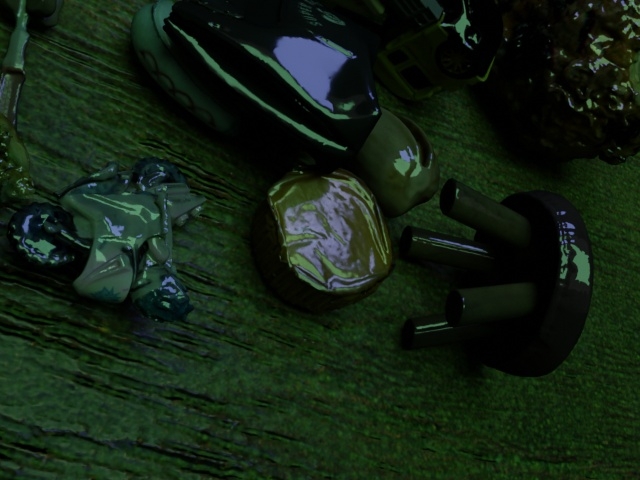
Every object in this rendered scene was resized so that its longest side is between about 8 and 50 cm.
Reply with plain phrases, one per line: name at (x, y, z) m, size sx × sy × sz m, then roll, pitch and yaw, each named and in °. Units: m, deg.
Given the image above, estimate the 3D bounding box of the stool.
stool at (0.233, 0.051, 0.957) m, size 0.179 × 0.272 × 0.272 m, roll 8°, pitch 64°, yaw -13°

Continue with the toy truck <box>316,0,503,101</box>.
toy truck at (0.104, -0.409, 1.082) m, size 0.405 × 0.254 × 0.180 m, roll 42°, pitch 55°, yaw -27°

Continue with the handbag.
handbag at (-0.055, -0.271, 0.938) m, size 0.288 × 0.152 × 0.342 m, roll 28°, pitch 32°, yaw -15°

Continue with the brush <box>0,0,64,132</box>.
brush at (-0.368, -0.258, 0.836) m, size 0.084 × 0.071 × 0.301 m, roll 5°, pitch 75°, yaw -13°

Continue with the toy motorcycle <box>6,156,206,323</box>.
toy motorcycle at (-0.205, 0.009, 0.779) m, size 0.204 × 0.108 × 0.239 m, roll 47°, pitch 56°, yaw 5°

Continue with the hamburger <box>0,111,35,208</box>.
hamburger at (-0.366, -0.083, 0.689) m, size 0.185 × 0.159 × 0.131 m, roll 25°, pitch 50°, yaw 11°

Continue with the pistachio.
pistachio at (0.098, -0.123, 1.012) m, size 0.130 × 0.131 × 0.206 m, roll 22°, pitch 28°, yaw -38°

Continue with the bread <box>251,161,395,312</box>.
bread at (0.001, 0.000, 0.920) m, size 0.199 × 0.104 × 0.199 m, roll 12°, pitch 62°, yaw -23°

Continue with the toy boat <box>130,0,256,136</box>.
toy boat at (-0.177, -0.231, 0.933) m, size 0.208 × 0.079 × 0.134 m, roll 45°, pitch 38°, yaw -16°

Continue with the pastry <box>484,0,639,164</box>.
pastry at (0.454, -0.344, 1.230) m, size 0.292 × 0.337 × 0.405 m, roll -8°, pitch 102°, yaw -53°
